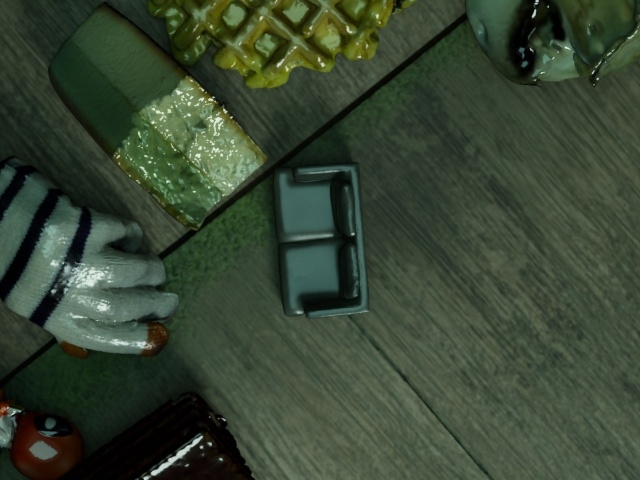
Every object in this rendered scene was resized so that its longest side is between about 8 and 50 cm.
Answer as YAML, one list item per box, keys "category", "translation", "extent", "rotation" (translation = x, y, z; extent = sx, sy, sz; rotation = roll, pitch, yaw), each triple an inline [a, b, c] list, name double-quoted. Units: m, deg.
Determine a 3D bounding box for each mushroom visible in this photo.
- category: "mushroom"
  translation: [0.269, -0.269, 1.515]
  extent: [0.189, 0.164, 0.267]
  rotation: [49, 127, 19]

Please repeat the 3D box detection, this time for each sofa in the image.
- category: "sofa"
  translation: [0.000, 0.000, 1.566]
  extent: [0.085, 0.060, 0.147]
  rotation: [-4, 94, -2]

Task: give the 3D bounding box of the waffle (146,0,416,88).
- category: "waffle"
  translation: [-0.036, -0.297, 1.546]
  extent: [0.329, 0.062, 0.329]
  rotation: [0, 93, -3]

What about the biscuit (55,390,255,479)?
- category: "biscuit"
  translation: [-0.241, 0.294, 1.545]
  extent: [0.388, 0.073, 0.107]
  rotation: [-36, 129, -1]

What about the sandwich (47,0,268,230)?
- category: "sandwich"
  translation: [-0.158, -0.119, 1.490]
  extent: [0.108, 0.186, 0.220]
  rotation: [-44, 94, -2]

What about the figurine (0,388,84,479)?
- category: "figurine"
  translation: [-0.287, 0.187, 1.559]
  extent: [0.140, 0.068, 0.075]
  rotation: [35, 89, -2]

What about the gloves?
- category: "gloves"
  translation: [-0.233, 0.029, 1.525]
  extent: [0.219, 0.131, 0.140]
  rotation: [42, 93, 5]
